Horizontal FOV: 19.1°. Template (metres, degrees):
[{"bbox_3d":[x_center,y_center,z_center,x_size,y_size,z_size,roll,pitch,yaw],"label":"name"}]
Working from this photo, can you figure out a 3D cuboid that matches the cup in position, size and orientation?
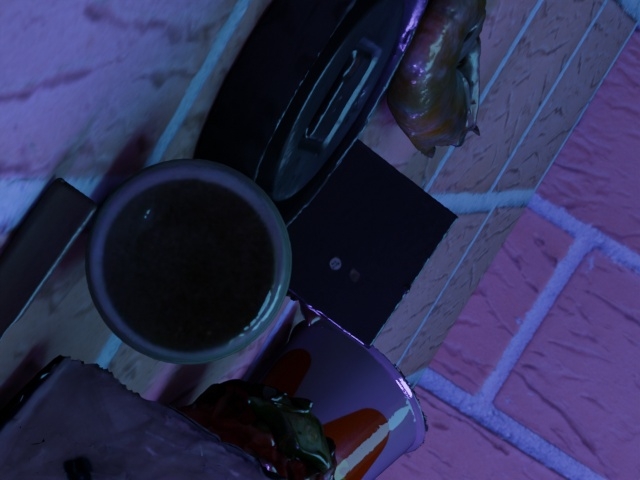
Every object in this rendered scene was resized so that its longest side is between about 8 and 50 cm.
[{"bbox_3d":[-0.045,0.248,2.074,0.288,0.203,0.203,-43,164,-29],"label":"cup"}]

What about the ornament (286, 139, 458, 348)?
[{"bbox_3d":[0.000,0.000,1.832,0.166,0.153,0.196,-55,-167,-8],"label":"ornament"}]

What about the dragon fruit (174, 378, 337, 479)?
[{"bbox_3d":[-0.107,0.256,1.817,0.293,0.234,0.234,-28,-173,32],"label":"dragon fruit"}]

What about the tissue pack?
[{"bbox_3d":[-0.185,0.314,1.405,0.264,0.253,0.416,-50,165,-37],"label":"tissue pack"}]

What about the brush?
[{"bbox_3d":[-0.202,0.047,1.158,0.190,0.034,0.027,-57,-174,-11],"label":"brush"}]

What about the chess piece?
[{"bbox_3d":[-0.092,0.020,1.378,0.139,0.139,0.272,-57,180,-4],"label":"chess piece"}]

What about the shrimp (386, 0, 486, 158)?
[{"bbox_3d":[0.132,-0.171,1.928,0.168,0.077,0.317,-59,167,-5],"label":"shrimp"}]

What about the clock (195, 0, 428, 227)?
[{"bbox_3d":[-0.004,-0.126,1.487,0.280,0.055,0.280,-55,169,-16],"label":"clock"}]
